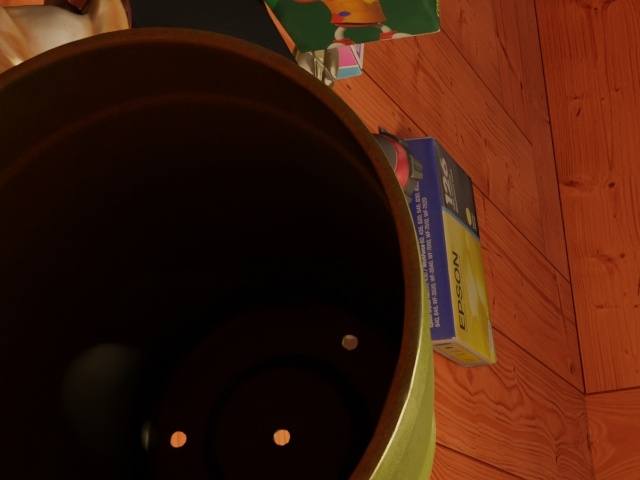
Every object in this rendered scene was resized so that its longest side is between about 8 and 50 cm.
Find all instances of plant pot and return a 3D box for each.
[{"bbox_3d":[-0.071,0.099,1.063,0.353,0.366,0.366,48,36,-65],"label":"plant pot"}]

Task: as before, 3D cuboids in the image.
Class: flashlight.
[{"bbox_3d":[0.027,-0.100,1.877,0.103,0.103,0.304,-62,155,4],"label":"flashlight"}]

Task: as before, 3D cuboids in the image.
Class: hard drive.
[{"bbox_3d":[-0.099,-0.158,1.441,0.172,0.054,0.255,60,29,8],"label":"hard drive"}]

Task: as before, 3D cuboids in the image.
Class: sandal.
[{"bbox_3d":[-0.030,-0.138,1.704,0.072,0.049,0.180,14,96,-32],"label":"sandal"}]

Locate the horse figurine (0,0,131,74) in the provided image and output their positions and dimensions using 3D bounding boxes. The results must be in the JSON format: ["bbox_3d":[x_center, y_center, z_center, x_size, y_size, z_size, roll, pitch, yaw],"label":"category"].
[{"bbox_3d":[-0.210,-0.167,1.156,0.263,0.066,0.174,-23,97,-56],"label":"horse figurine"}]

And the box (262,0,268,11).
[{"bbox_3d":[-0.094,-0.160,1.596,0.232,0.058,0.087,-74,148,-55],"label":"box"}]

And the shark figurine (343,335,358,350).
[{"bbox_3d":[-0.003,0.160,1.688,0.278,0.166,0.116,81,32,-69],"label":"shark figurine"}]

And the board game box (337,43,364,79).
[{"bbox_3d":[-0.023,-0.385,1.923,0.316,0.064,0.242,61,26,-45],"label":"board game box"}]

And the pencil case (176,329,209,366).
[{"bbox_3d":[-0.134,0.010,1.288,0.124,0.113,0.273,-91,164,-59],"label":"pencil case"}]

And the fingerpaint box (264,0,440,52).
[{"bbox_3d":[-0.001,-0.460,1.510,0.371,0.163,0.445,47,39,-68],"label":"fingerpaint box"}]

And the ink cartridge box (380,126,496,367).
[{"bbox_3d":[0.175,0.013,2.306,0.307,0.072,0.303,36,47,-68],"label":"ink cartridge box"}]
